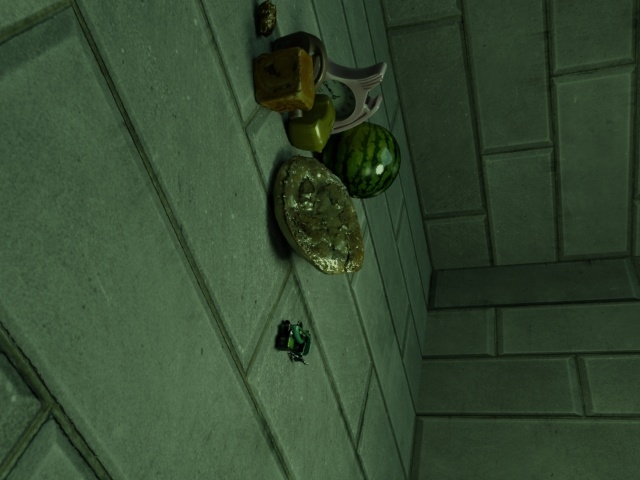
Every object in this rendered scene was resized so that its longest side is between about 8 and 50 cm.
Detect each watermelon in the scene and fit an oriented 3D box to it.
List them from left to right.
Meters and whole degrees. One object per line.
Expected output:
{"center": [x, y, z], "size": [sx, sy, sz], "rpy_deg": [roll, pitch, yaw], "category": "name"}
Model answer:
{"center": [0.139, -0.285, 2.138], "size": [0.285, 0.285, 0.285], "rpy_deg": [-5, 90, -72], "category": "watermelon"}

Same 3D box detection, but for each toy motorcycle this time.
{"center": [-0.068, 0.284, 1.716], "size": [0.173, 0.058, 0.100], "rpy_deg": [51, 45, -57], "category": "toy motorcycle"}

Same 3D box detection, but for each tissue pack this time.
{"center": [-0.024, -0.361, 1.898], "size": [0.127, 0.123, 0.178], "rpy_deg": [78, 25, -47], "category": "tissue pack"}

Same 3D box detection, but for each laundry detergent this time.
{"center": [-0.053, -0.484, 1.780], "size": [0.076, 0.171, 0.237], "rpy_deg": [-6, 90, -55], "category": "laundry detergent"}

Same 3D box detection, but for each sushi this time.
{"center": [-0.148, -0.623, 1.700], "size": [0.060, 0.061, 0.118], "rpy_deg": [140, -61, -80], "category": "sushi"}

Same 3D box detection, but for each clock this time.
{"center": [0.072, -0.501, 1.948], "size": [0.275, 0.290, 0.080], "rpy_deg": [54, 34, -29], "category": "clock"}

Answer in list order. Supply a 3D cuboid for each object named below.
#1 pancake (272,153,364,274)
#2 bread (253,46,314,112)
{"center": [0.000, -0.070, 1.794], "size": [0.386, 0.082, 0.387], "rpy_deg": [29, 46, -35], "category": "pancake"}
{"center": [-0.098, -0.442, 1.689], "size": [0.143, 0.148, 0.158], "rpy_deg": [-12, 103, -70], "category": "bread"}
